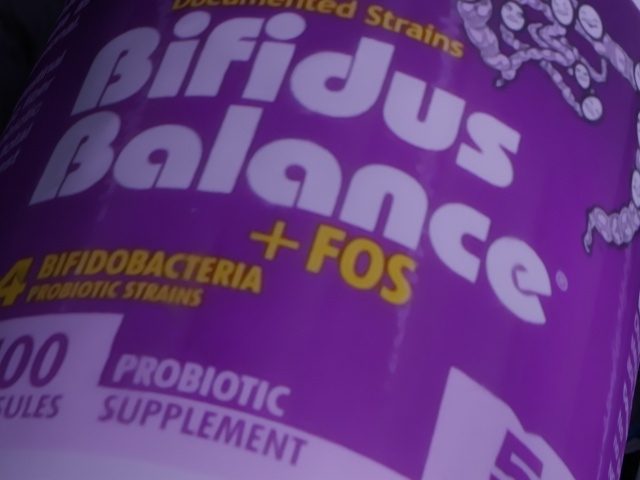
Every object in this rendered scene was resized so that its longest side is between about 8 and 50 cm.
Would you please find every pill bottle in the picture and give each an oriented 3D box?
[{"bbox_3d":[0.000,0.000,0.504,0.169,0.169,0.301,54,38,-37],"label":"pill bottle"}]

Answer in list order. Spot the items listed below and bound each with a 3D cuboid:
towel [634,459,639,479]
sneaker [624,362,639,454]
[{"bbox_3d":[0.267,-0.004,0.776,0.320,0.090,0.374,-28,140,-32],"label":"towel"},{"bbox_3d":[0.090,-0.008,0.764,0.083,0.071,0.190,-6,86,-54],"label":"sneaker"}]
